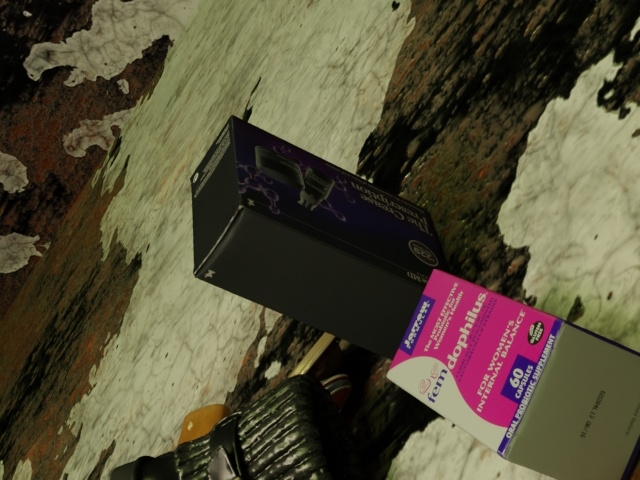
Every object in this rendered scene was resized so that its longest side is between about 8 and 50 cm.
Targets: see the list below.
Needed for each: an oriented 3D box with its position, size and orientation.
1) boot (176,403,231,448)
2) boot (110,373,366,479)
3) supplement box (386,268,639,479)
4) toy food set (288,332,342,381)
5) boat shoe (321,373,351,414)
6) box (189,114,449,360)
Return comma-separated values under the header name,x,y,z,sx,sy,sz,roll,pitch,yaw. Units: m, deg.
name,x,y,z,sx,sy,sz,roll,pitch,yaw
boot,-0.143,0.301,1.413,0.295,0.104,0.211,-38,35,55
boot,-0.059,0.335,1.159,0.260,0.131,0.348,-24,73,12
supplement box,0.161,0.109,0.923,0.111,0.114,0.220,-67,21,0
toy food set,-0.001,0.143,1.281,0.192,0.038,0.132,-53,-5,22
boat shoe,-0.001,0.206,1.267,0.137,0.049,0.043,-56,45,28
box,0.000,0.000,1.189,0.103,0.261,0.184,-53,26,28
